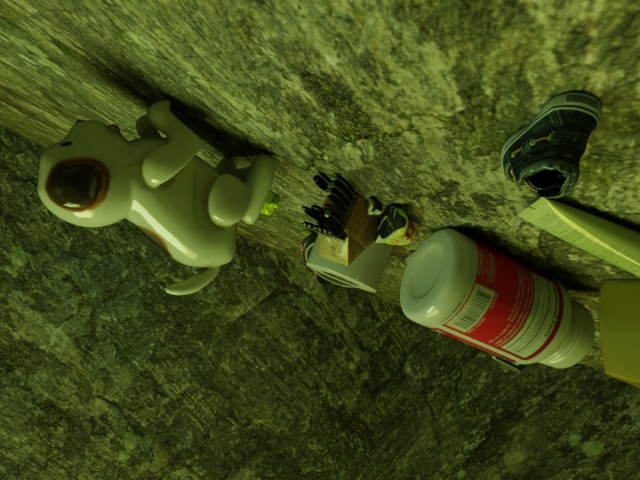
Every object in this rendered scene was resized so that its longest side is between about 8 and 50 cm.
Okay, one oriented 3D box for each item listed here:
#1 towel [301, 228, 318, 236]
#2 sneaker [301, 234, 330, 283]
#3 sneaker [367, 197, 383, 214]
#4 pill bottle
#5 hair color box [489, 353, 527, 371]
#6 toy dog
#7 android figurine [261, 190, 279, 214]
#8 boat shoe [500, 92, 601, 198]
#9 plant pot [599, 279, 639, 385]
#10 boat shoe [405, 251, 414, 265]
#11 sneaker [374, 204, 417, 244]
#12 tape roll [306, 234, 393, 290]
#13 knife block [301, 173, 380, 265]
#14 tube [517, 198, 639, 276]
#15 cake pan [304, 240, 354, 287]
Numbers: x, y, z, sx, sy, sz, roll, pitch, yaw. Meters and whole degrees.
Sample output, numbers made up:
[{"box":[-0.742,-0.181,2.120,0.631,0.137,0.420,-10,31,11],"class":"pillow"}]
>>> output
[{"box":[0.000,0.000,1.820,0.102,0.021,0.237,13,168,20],"class":"towel"},{"box":[-0.016,0.061,1.798,0.116,0.136,0.313,-17,139,6],"class":"sneaker"},{"box":[0.129,-0.078,0.974,0.037,0.031,0.083,7,174,8],"class":"sneaker"},{"box":[0.413,0.149,0.981,0.408,0.229,0.229,24,171,-13],"class":"pill bottle"},{"box":[0.483,0.231,1.295,0.174,0.105,0.347,30,-167,-35],"class":"hair color box"},{"box":[-0.375,-0.104,0.914,0.408,0.395,0.285,18,-175,-37],"class":"toy dog"},{"box":[-0.247,-0.153,1.366,0.273,0.056,0.248,18,170,38],"class":"android figurine"},{"box":[0.237,-0.082,0.469,0.065,0.083,0.183,20,172,12],"class":"boat shoe"},{"box":[0.668,0.199,0.785,0.212,0.187,0.212,24,171,-7],"class":"plant pot"},{"box":[0.369,0.136,1.242,0.127,0.158,0.341,28,170,-34],"class":"boat shoe"},{"box":[0.188,-0.030,0.991,0.094,0.081,0.208,12,176,1],"class":"sneaker"},{"box":[0.095,0.047,1.354,0.246,0.169,0.246,22,172,3],"class":"tape roll"},{"box":[0.064,-0.077,1.017,0.088,0.242,0.276,19,-144,29],"class":"knife block"},{"box":[0.424,-0.001,0.620,0.240,0.062,0.070,25,129,10],"class":"tube"},{"box":[0.085,0.078,1.616,0.293,0.054,0.293,15,145,11],"class":"cake pan"}]
